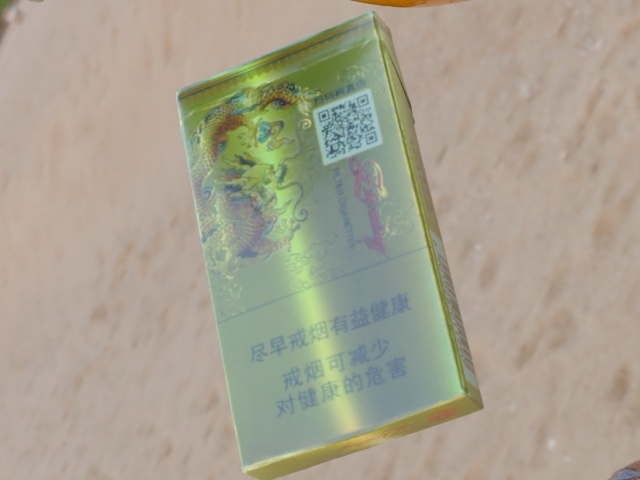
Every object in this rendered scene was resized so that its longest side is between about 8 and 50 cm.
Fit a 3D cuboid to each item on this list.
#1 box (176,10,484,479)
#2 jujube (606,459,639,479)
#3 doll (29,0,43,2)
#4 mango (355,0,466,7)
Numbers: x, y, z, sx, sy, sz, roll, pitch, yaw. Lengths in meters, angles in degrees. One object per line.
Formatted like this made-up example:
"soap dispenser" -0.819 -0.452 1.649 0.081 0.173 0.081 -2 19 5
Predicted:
"box" 0.000 0.000 1.133 0.173 0.043 0.311 -21 63 17
"jujube" 0.429 0.361 1.835 0.213 0.232 0.213 -23 -1 0
"doll" -0.166 -0.248 1.117 0.113 0.275 0.155 102 148 -58
"mango" 0.073 -0.218 0.869 0.257 0.187 0.138 -38 22 -3
